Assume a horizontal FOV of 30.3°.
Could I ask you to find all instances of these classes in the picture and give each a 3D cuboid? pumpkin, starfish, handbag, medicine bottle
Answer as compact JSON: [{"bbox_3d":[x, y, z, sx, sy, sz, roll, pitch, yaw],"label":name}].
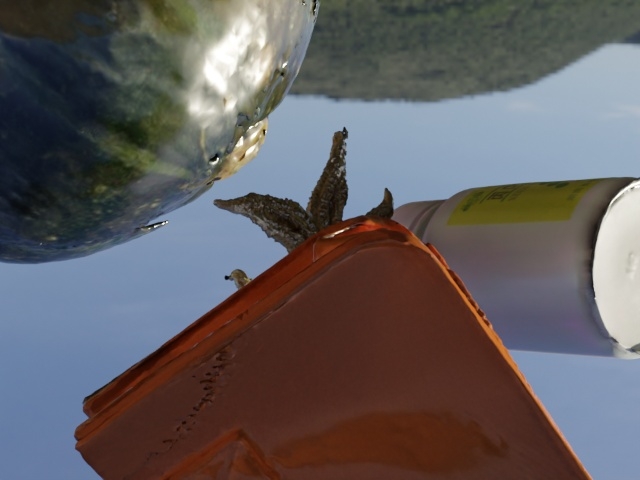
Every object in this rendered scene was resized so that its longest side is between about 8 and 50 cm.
[{"bbox_3d":[-0.193,-0.181,1.033,0.344,0.454,0.454,42,-176,-15],"label":"pumpkin"},{"bbox_3d":[-0.003,0.001,1.402,0.060,0.299,0.302,-16,-147,40],"label":"starfish"},{"bbox_3d":[0.047,0.210,0.886,0.303,0.410,0.116,-35,-168,-2],"label":"handbag"},{"bbox_3d":[0.253,0.035,1.480,0.214,0.213,0.379,-11,-174,-39],"label":"medicine bottle"}]
